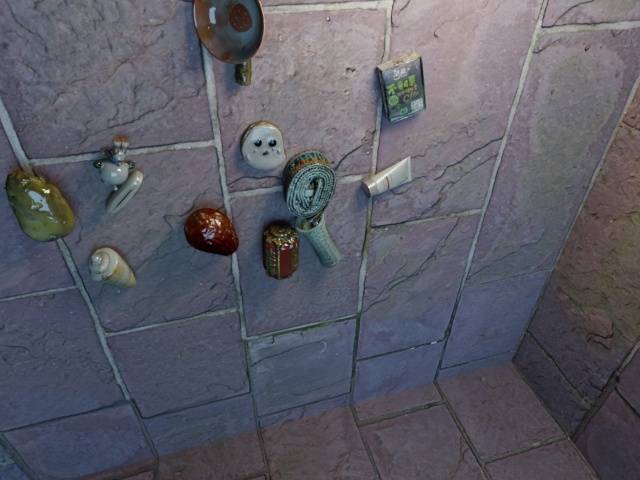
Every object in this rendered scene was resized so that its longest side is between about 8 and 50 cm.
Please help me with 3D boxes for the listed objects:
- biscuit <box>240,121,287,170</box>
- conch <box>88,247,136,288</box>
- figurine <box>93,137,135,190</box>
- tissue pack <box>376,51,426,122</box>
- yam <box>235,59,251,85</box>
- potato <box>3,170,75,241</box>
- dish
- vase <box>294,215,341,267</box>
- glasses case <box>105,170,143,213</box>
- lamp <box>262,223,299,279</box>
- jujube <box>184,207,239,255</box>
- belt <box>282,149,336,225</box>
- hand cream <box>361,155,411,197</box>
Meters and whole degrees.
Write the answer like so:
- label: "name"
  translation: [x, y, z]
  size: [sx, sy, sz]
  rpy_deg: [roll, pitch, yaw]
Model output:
- label: "biscuit"
  translation: [-0.225, -0.365, 1.817]
  size: [0.180, 0.049, 0.208]
  rpy_deg: [-14, 133, -11]
- label: "conch"
  translation: [-0.867, 0.141, 1.923]
  size: [0.158, 0.127, 0.255]
  rpy_deg: [-32, 132, 5]
- label: "figurine"
  translation: [-0.739, -0.280, 1.659]
  size: [0.147, 0.093, 0.197]
  rpy_deg: [-7, 125, -45]
- label: "tissue pack"
  translation: [0.325, -0.600, 1.821]
  size: [0.173, 0.073, 0.236]
  rpy_deg: [-23, 132, -3]
- label: "yam"
  translation: [-0.253, -0.656, 1.559]
  size: [0.061, 0.061, 0.253]
  rpy_deg: [-3, 128, -19]
- label: "potato"
  translation: [-1.004, -0.122, 1.650]
  size: [0.191, 0.141, 0.296]
  rpy_deg: [-6, 132, 4]
- label: "dish"
  translation: [-0.271, -0.699, 1.452]
  size: [0.260, 0.085, 0.261]
  rpy_deg: [13, 125, 20]
- label: "vase"
  translation: [0.000, 0.000, 2.146]
  size: [0.143, 0.143, 0.299]
  rpy_deg: [-28, 135, 2]
- label: "glasses case"
  translation: [-0.744, -0.181, 1.742]
  size: [0.204, 0.081, 0.051]
  rpy_deg: [-41, 132, 16]
- label: "lamp"
  translation: [-0.183, 0.053, 2.099]
  size: [0.176, 0.177, 0.274]
  rpy_deg: [-8, 132, -15]
- label: "jujube"
  translation: [-0.448, -0.027, 1.936]
  size: [0.190, 0.190, 0.255]
  rpy_deg: [-34, 149, 8]
- label: "belt"
  translation: [-0.053, -0.218, 1.926]
  size: [0.206, 0.161, 0.295]
  rpy_deg: [9, 123, -27]
- label: "hand cream"
  translation: [0.309, -0.275, 2.087]
  size: [0.247, 0.083, 0.133]
  rpy_deg: [-27, 135, -11]
